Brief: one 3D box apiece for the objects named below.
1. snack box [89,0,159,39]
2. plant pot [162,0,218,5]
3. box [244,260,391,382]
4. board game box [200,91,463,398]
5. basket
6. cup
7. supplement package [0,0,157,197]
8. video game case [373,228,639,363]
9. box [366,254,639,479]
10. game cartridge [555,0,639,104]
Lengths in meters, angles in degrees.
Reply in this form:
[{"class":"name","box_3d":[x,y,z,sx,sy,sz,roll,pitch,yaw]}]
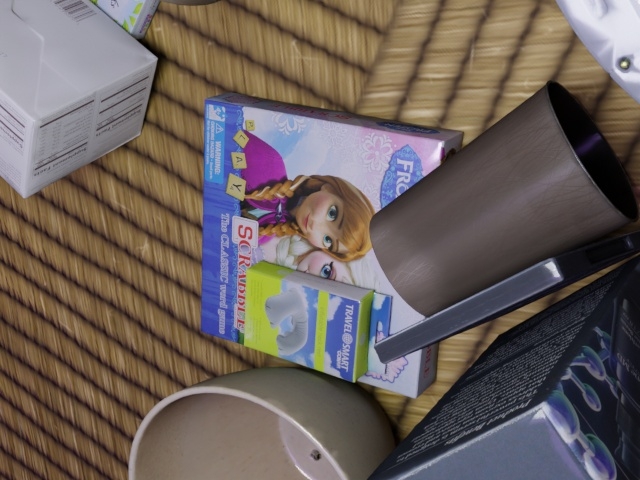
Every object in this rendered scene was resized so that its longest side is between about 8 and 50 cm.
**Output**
[{"class":"snack box","box_3d":[-0.245,-0.342,1.173,0.100,0.037,0.141,40,122,12]},{"class":"plant pot","box_3d":[-0.116,-0.434,0.857,0.280,0.323,0.323,-35,87,35]},{"class":"box","box_3d":[-0.007,0.097,1.094,0.178,0.042,0.109,14,113,27]},{"class":"board game box","box_3d":[0.000,0.000,1.123,0.317,0.066,0.319,13,112,26]},{"class":"basket","box_3d":[0.174,-0.030,0.911,0.227,0.204,0.154,-34,93,25]},{"class":"cup","box_3d":[-0.034,0.288,1.134,0.331,0.237,0.331,9,110,27]},{"class":"supplement package","box_3d":[-0.379,-0.222,1.173,0.262,0.204,0.145,41,139,12]},{"class":"video game case","box_3d":[0.199,0.050,0.900,0.196,0.274,0.026,-31,79,34]},{"class":"box","box_3d":[0.262,0.231,0.849,0.212,0.395,0.294,-37,86,34]},{"class":"game cartridge","box_3d":[0.311,-0.278,0.863,0.196,0.060,0.294,-29,90,30]}]
